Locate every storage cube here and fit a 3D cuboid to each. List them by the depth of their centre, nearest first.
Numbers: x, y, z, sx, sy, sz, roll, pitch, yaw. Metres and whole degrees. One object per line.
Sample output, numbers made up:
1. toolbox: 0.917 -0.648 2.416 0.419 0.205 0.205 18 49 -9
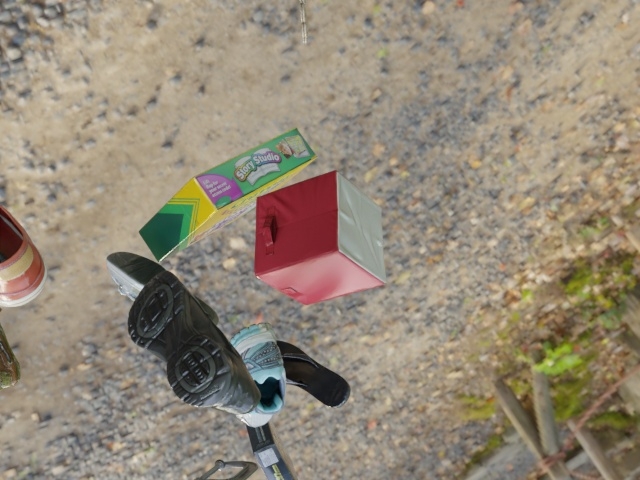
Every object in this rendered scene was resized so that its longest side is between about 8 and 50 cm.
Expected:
1. storage cube: 0.000 0.000 1.657 0.193 0.183 0.215 -17 148 28

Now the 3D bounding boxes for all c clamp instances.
1. c clamp: -0.201 0.453 1.612 0.137 0.022 0.161 -4 -178 23

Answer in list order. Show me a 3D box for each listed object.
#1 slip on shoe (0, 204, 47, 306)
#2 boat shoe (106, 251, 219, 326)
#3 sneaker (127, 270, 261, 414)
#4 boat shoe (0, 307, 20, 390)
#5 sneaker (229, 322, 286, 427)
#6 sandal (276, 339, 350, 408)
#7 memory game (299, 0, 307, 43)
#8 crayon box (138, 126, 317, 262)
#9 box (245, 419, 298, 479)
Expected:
1. slip on shoe: -0.486 -0.050 1.077 0.123 0.331 0.101 -43 166 -28
2. boat shoe: -0.386 0.140 1.961 0.103 0.320 0.118 -61 168 23
3. sneaker: -0.184 0.155 1.200 0.109 0.286 0.130 -44 137 4
4. boat shoe: -0.655 0.149 1.550 0.104 0.307 0.111 -10 157 -43
5. sneaker: -0.117 0.280 1.515 0.110 0.122 0.283 -16 141 -16
6. sandal: -0.049 0.290 1.857 0.097 0.255 0.054 -67 155 -10
7. memory game: -0.035 -0.475 1.607 0.012 0.186 0.186 -4 149 1
8. crayon box: -0.227 -0.114 2.047 0.363 0.106 0.313 -34 180 -43
9. box: -0.113 0.521 1.997 0.059 0.183 0.232 -23 120 -4
